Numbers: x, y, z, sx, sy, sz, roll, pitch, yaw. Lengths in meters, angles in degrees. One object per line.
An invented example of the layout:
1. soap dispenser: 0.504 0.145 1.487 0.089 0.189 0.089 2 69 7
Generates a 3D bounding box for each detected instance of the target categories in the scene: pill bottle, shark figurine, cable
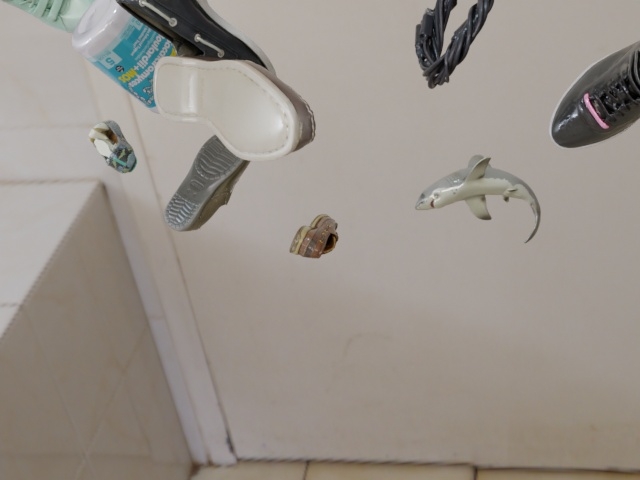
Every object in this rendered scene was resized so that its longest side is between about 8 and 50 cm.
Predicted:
1. pill bottle: -0.316 -0.334 1.904 0.146 0.264 0.146 -31 38 29
2. shark figurine: 0.328 -0.109 1.936 0.278 0.166 0.116 12 40 -22
3. cable: 0.186 -0.290 1.410 0.150 0.047 0.185 -39 32 41

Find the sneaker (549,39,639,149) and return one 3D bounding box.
1. sneaker: 0.410 -0.207 1.364 0.295 0.105 0.147 -35 -2 33

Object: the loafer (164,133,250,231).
1. loafer: -0.217 -0.121 2.077 0.094 0.087 0.251 39 90 21

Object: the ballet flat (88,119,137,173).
1. ballet flat: -0.413 -0.192 1.989 0.070 0.070 0.188 -25 37 -20

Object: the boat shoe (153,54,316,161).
1. boat shoe: -0.099 -0.177 1.318 0.096 0.117 0.324 -8 19 -36

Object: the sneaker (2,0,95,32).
1. sneaker: -0.552 -0.470 2.005 0.255 0.094 0.151 21 10 0

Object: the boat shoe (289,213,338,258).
1. boat shoe: 0.000 0.000 1.833 0.060 0.064 0.178 27 18 10

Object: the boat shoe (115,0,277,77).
1. boat shoe: -0.179 -0.292 1.491 0.114 0.302 0.091 17 73 48
